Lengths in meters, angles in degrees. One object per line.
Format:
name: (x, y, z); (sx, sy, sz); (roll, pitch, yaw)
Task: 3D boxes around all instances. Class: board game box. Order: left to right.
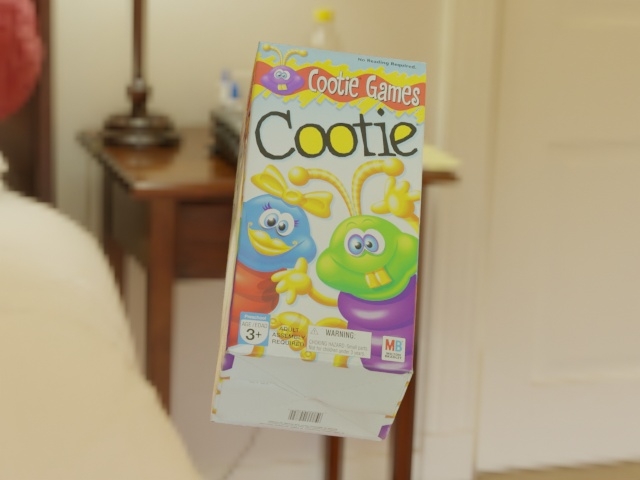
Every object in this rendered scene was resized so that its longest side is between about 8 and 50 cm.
board game box: (0.000, 0.000, 1.471); (0.144, 0.275, 0.142); (7, -29, -5)
